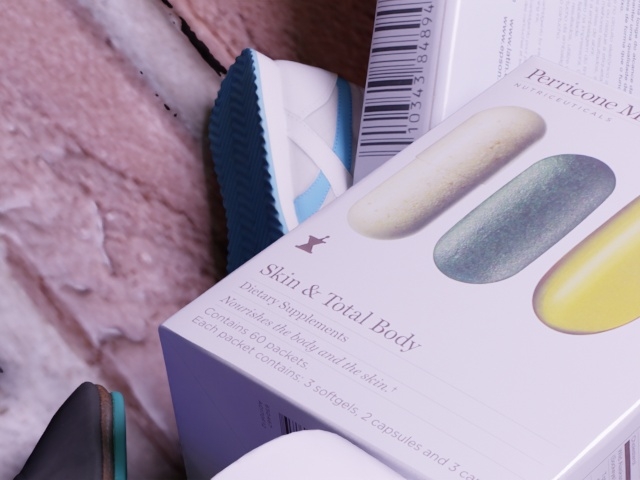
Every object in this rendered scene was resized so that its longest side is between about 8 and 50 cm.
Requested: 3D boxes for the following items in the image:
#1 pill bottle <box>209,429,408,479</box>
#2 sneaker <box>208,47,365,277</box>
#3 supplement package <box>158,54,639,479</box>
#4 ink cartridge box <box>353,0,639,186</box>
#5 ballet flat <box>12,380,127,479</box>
[{"bbox_3d":[0.097,0.226,0.615,0.363,0.210,0.210,32,47,26],"label":"pill bottle"},{"bbox_3d":[0.000,0.000,1.028,0.092,0.087,0.229,9,59,-25],"label":"sneaker"},{"bbox_3d":[0.096,0.081,0.892,0.199,0.198,0.262,27,49,35],"label":"supplement package"},{"bbox_3d":[0.167,-0.157,1.114,0.330,0.071,0.324,14,80,-45],"label":"ink cartridge box"},{"bbox_3d":[-0.121,0.193,0.844,0.096,0.095,0.280,-2,61,-14],"label":"ballet flat"}]
